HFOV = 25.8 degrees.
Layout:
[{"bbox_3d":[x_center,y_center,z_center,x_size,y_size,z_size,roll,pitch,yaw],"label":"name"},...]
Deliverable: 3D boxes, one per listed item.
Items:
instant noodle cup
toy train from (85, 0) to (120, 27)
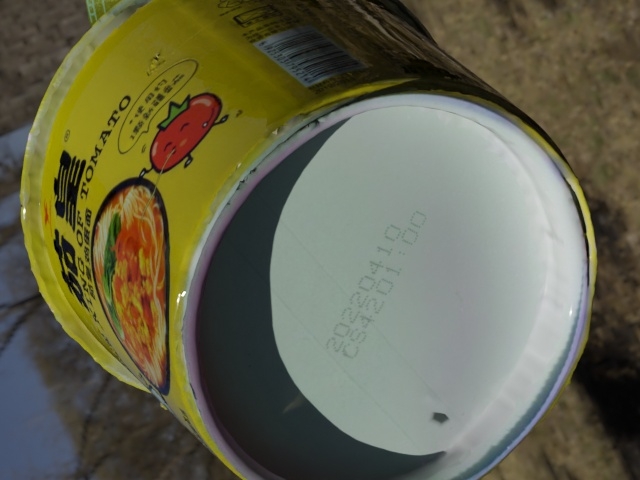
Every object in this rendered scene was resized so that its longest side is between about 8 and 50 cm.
[{"bbox_3d":[0.000,0.000,0.850,0.254,0.325,0.326,39,152,62],"label":"instant noodle cup"},{"bbox_3d":[-0.086,-0.185,1.086,0.225,0.137,0.090,2,116,48],"label":"toy train"}]
